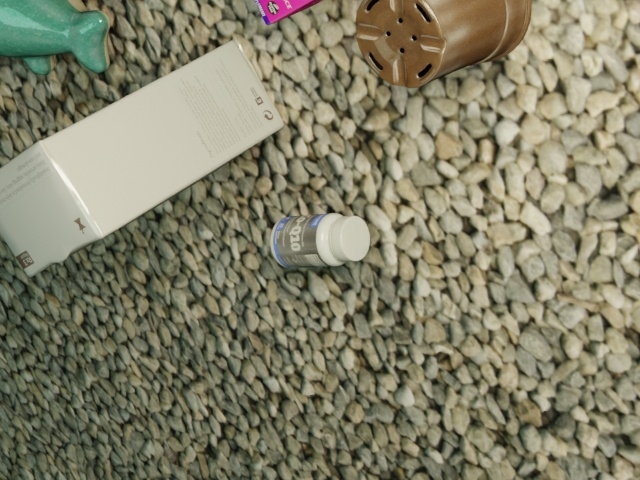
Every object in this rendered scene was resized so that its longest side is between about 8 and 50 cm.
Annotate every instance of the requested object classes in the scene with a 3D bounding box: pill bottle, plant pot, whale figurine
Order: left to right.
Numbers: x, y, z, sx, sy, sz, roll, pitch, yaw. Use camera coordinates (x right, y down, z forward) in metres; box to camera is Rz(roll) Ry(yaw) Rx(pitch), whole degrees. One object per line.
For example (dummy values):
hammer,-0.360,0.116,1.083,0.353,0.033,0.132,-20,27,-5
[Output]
whale figurine,-0.449,-0.346,2.049,0.272,0.141,0.216,30,131,24
pill bottle,0.000,0.000,1.906,0.137,0.078,0.078,-4,112,42
plant pot,0.137,-0.266,1.561,0.167,0.165,0.167,22,128,32

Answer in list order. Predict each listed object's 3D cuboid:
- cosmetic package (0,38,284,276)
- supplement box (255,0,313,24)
cosmetic package,-0.262,-0.117,1.843,0.217,0.385,0.156,-25,97,46
supplement box,0.009,-0.371,1.650,0.220,0.114,0.111,-21,99,44
